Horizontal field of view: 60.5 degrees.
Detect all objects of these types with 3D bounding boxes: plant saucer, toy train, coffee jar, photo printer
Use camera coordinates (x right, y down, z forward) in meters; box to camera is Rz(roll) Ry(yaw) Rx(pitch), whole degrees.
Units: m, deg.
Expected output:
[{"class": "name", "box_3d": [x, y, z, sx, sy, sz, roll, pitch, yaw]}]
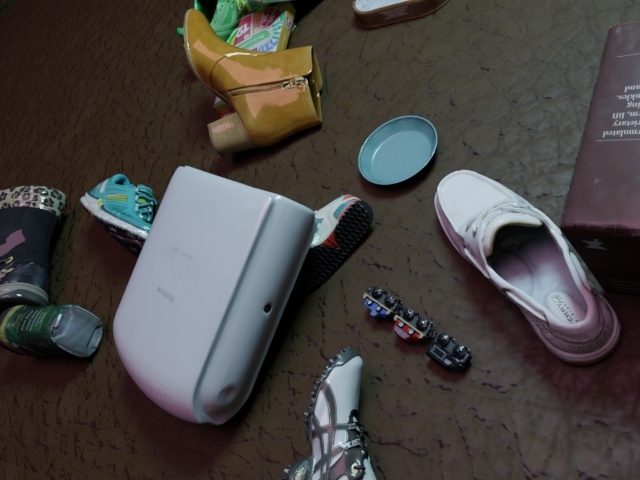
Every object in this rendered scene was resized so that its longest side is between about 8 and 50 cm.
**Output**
[{"class": "plant saucer", "box_3d": [0.111, -0.123, 0.779, 0.119, 0.021, 0.120, -17, 52, 23]}, {"class": "toy train", "box_3d": [0.104, 0.100, 0.631, 0.158, 0.027, 0.036, 35, 94, 43]}, {"class": "coffee jar", "box_3d": [-0.463, 0.153, 0.928, 0.184, 0.096, 0.079, -5, 55, 30]}, {"class": "photo printer", "box_3d": [-0.158, 0.069, 0.735, 0.256, 0.107, 0.308, 22, 89, 45]}]

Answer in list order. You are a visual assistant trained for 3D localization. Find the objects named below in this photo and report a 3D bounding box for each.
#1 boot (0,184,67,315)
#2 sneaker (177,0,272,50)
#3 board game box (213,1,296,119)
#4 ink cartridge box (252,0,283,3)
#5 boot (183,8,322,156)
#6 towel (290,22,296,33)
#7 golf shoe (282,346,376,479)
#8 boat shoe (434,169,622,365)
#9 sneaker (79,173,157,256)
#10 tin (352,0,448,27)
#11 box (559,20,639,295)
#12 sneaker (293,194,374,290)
[{"class": "boot", "box_3d": [-0.685, 0.052, 1.116, 0.377, 0.138, 0.285, -16, 54, 20]}, {"class": "sneaker", "box_3d": [-0.192, -0.510, 1.173, 0.109, 0.123, 0.296, 21, 73, 41]}, {"class": "board game box", "box_3d": [-0.129, -0.349, 1.077, 0.124, 0.039, 0.260, -4, 65, 31]}, {"class": "ink cartridge box", "box_3d": [-0.056, -0.523, 1.103, 0.209, 0.062, 0.109, -22, 38, -30]}, {"class": "boot", "box_3d": [-0.112, -0.303, 0.958, 0.211, 0.104, 0.295, -18, 79, 14]}, {"class": "towel", "box_3d": [-0.094, -0.421, 1.125, 0.083, 0.009, 0.060, 18, 71, 40]}, {"class": "golf shoe", "box_3d": [0.026, 0.217, 0.582, 0.093, 0.077, 0.198, 11, 74, 26]}, {"class": "boat shoe", "box_3d": [0.204, -0.001, 0.582, 0.098, 0.096, 0.277, -39, 47, 7]}, {"class": "sneaker", "box_3d": [-0.346, -0.055, 0.991, 0.110, 0.107, 0.275, -46, 46, -14]}, {"class": "tin", "box_3d": [0.141, -0.429, 0.956, 0.189, 0.040, 0.106, 0, 65, 34]}, {"class": "box", "box_3d": [0.331, -0.063, 0.468, 0.168, 0.167, 0.203, 9, 73, 42]}, {"class": "sneaker", "box_3d": [0.000, 0.000, 0.758, 0.161, 0.057, 0.075, -46, 28, 2]}]
